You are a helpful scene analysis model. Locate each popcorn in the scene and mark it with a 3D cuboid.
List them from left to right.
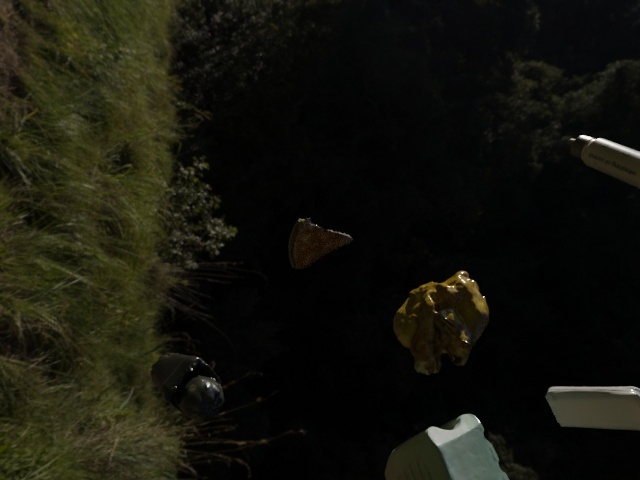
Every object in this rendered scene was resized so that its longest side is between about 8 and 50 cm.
[{"bbox_3d":[0.281,0.194,1.077,0.253,0.190,0.191,-53,167,-33],"label":"popcorn"}]

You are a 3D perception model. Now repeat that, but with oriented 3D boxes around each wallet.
[{"bbox_3d":[0.557,0.335,0.903,0.033,0.190,0.095,-34,97,-41],"label":"wallet"}]

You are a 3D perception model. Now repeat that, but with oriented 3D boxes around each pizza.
[{"bbox_3d":[0.000,0.000,1.294,0.052,0.196,0.185,-120,-149,-44],"label":"pizza"}]

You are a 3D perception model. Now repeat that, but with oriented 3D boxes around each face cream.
[{"bbox_3d":[0.859,-0.245,1.341,0.092,0.092,0.311,57,0,-36],"label":"face cream"}]

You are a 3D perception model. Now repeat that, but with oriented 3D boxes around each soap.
[{"bbox_3d":[0.251,0.509,0.937,0.346,0.115,0.208,107,-32,-55],"label":"soap"}]

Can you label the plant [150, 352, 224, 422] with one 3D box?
[{"bbox_3d":[-0.377,0.414,1.299,0.256,0.142,0.164,23,-32,37],"label":"plant"}]
